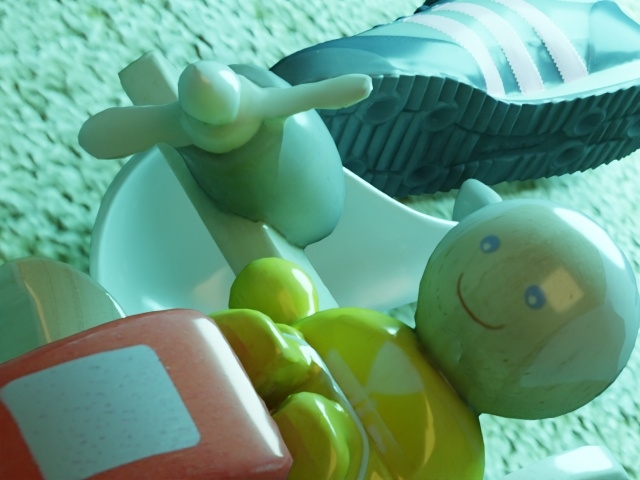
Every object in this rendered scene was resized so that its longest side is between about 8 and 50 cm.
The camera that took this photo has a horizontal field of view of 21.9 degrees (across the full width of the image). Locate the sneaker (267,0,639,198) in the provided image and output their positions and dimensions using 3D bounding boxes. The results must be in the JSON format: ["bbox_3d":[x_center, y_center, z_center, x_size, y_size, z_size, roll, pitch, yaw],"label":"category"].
[{"bbox_3d":[0.077,-0.108,1.031,0.319,0.112,0.131,-4,53,-36],"label":"sneaker"}]

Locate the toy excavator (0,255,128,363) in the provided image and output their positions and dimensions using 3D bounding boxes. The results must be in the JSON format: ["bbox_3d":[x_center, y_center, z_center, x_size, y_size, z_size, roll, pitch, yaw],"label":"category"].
[{"bbox_3d":[-0.318,0.031,0.654,0.445,0.222,0.433,56,43,-11],"label":"toy excavator"}]

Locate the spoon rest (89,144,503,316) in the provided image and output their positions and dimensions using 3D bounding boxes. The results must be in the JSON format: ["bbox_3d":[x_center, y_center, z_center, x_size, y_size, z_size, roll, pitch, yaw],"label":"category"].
[{"bbox_3d":[0.000,0.000,0.914,0.276,0.084,0.137,-3,106,-35],"label":"spoon rest"}]

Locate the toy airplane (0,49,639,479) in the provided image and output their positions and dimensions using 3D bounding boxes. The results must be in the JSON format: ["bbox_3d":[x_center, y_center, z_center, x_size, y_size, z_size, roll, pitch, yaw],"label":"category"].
[{"bbox_3d":[0.039,0.096,0.692,0.386,0.272,0.384,38,23,-11],"label":"toy airplane"}]
